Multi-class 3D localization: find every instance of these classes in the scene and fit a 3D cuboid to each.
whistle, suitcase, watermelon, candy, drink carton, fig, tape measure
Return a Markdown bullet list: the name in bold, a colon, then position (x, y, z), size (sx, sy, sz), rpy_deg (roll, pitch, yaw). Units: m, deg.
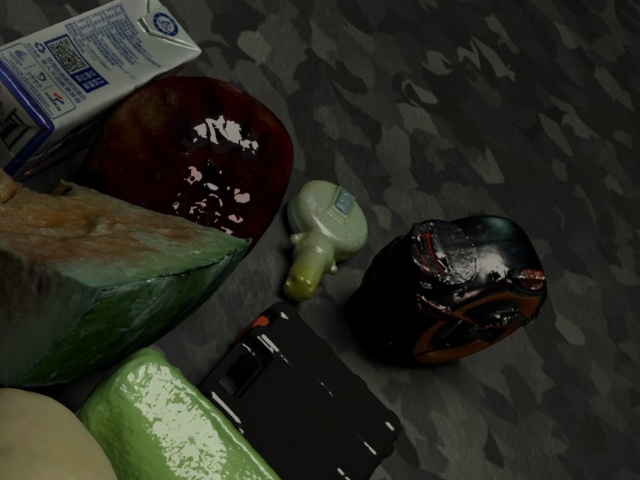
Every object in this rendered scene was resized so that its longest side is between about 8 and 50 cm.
- **whistle**: position (0.000, 0.000, 2.142), size (0.104, 0.057, 0.198), rpy_deg (40, 33, -11)
- **suitcase**: position (-0.039, 0.200, 1.885), size (0.206, 0.066, 0.285), rpy_deg (46, 33, -2)
- **watermelon**: position (-0.239, 0.039, 1.717), size (0.302, 0.151, 0.264), rpy_deg (21, 18, 23)
- **candy**: position (-0.089, 0.256, 1.693), size (0.343, 0.132, 0.142), rpy_deg (49, -1, -2)
- **drink carton**: position (-0.263, -0.158, 1.940), size (0.106, 0.130, 0.315), rpy_deg (51, 32, 2)
- **fig**: position (-0.136, -0.069, 1.914), size (0.224, 0.224, 0.263), rpy_deg (47, 27, -2)
- **tape measure**: position (0.154, 0.060, 2.126), size (0.223, 0.202, 0.135), rpy_deg (-2, 58, -32)

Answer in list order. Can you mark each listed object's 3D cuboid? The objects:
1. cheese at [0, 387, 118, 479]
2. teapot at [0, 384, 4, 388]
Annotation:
- **cheese**: position (-0.203, 0.290, 1.551), size (0.351, 0.129, 0.328), rpy_deg (32, 32, -30)
- **teapot**: position (-0.314, 0.135, 1.660), size (0.068, 0.045, 0.100), rpy_deg (-32, 99, -78)
